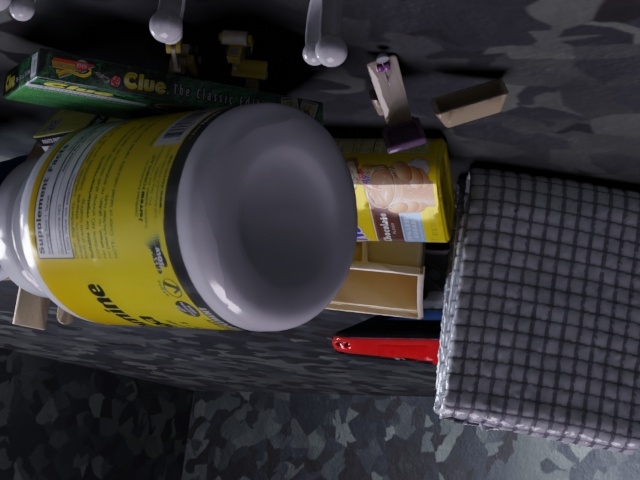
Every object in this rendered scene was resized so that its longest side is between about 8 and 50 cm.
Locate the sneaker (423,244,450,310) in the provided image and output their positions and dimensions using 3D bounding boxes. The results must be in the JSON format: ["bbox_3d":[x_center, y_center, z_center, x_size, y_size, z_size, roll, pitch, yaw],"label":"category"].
[{"bbox_3d":[0.145,0.055,1.710,0.300,0.111,0.121,6,171,13],"label":"sneaker"}]

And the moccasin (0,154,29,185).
[{"bbox_3d":[-0.382,-0.029,1.446,0.117,0.137,0.342,-30,168,21],"label":"moccasin"}]

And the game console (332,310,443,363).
[{"bbox_3d":[0.244,0.111,1.739,0.342,0.060,0.386,4,-172,26],"label":"game console"}]

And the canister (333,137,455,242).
[{"bbox_3d":[0.048,-0.052,1.297,0.170,0.073,0.126,1,138,15],"label":"canister"}]

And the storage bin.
[{"bbox_3d":[0.000,0.000,1.503,0.260,0.123,0.262,5,167,6],"label":"storage bin"}]

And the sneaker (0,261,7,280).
[{"bbox_3d":[-0.386,-0.067,1.228,0.258,0.094,0.091,49,172,17],"label":"sneaker"}]

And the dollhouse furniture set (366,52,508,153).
[{"bbox_3d":[0.096,-0.145,1.085,0.114,0.091,0.081,-16,122,4],"label":"dollhouse furniture set"}]

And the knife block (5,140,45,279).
[{"bbox_3d":[-0.256,0.007,1.429,0.088,0.275,0.242,-4,135,23],"label":"knife block"}]

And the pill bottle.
[{"bbox_3d":[-0.144,-0.016,1.117,0.334,0.188,0.188,-1,165,44],"label":"pill bottle"}]

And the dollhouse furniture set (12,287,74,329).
[{"bbox_3d":[-0.487,0.104,2.200,0.144,0.123,0.151,16,164,-32],"label":"dollhouse furniture set"}]

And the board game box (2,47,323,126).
[{"bbox_3d":[-0.141,-0.125,1.127,0.260,0.030,0.136,8,177,-26],"label":"board game box"}]

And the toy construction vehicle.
[{"bbox_3d":[-0.090,-0.152,1.091,0.086,0.035,0.098,7,167,2],"label":"toy construction vehicle"}]

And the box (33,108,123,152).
[{"bbox_3d":[-0.198,-0.040,1.325,0.087,0.058,0.232,-3,130,40],"label":"box"}]

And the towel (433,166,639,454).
[{"bbox_3d":[0.246,0.077,1.351,0.235,0.283,0.121,9,168,-6],"label":"towel"}]

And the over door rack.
[{"bbox_3d":[-0.088,-0.189,0.775,0.240,0.108,0.324,8,167,-7],"label":"over door rack"}]
